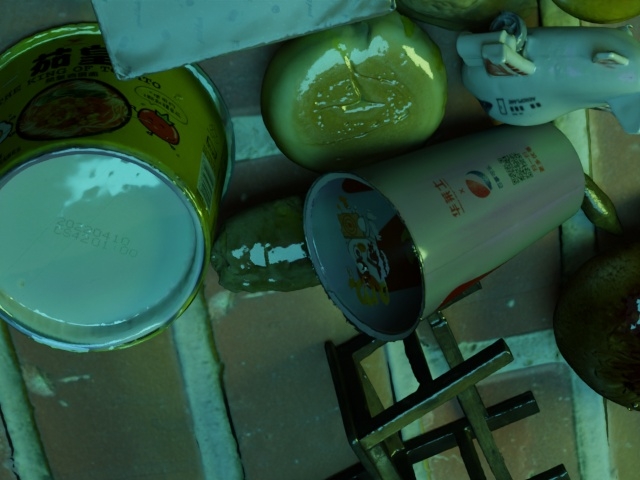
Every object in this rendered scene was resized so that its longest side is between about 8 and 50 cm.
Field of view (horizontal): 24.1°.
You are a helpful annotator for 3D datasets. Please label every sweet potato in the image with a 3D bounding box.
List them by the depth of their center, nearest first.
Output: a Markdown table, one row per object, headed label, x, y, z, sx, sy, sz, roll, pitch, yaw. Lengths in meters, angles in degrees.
| label | x | y | z | sx | sy | sz | roll | pitch | yaw |
| --- | --- | --- | --- | --- | --- | --- | --- | --- | --- |
| sweet potato | 0.320 | -0.054 | 1.811 | 0.153 | 0.038 | 0.041 | 37 | 86 | -20 |

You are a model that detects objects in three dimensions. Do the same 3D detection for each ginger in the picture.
| label | x | y | z | sx | sy | sz | roll | pitch | yaw |
| --- | --- | --- | --- | --- | --- | --- | --- | --- | --- |
| ginger | 0.164 | -0.283 | 1.633 | 0.193 | 0.122 | 0.115 | 10 | 99 | -18 |
| ginger | 0.000 | 0.000 | 1.753 | 0.263 | 0.109 | 0.116 | -2 | 84 | -16 |

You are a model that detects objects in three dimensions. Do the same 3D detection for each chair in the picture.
| label | x | y | z | sx | sy | sz | roll | pitch | yaw |
| --- | --- | --- | --- | --- | --- | --- | --- | --- | --- |
| chair | 0.063 | 0.256 | 1.860 | 0.416 | 0.203 | 0.240 | -25 | 122 | 5 |

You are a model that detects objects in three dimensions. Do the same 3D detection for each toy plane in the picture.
| label | x | y | z | sx | sy | sz | roll | pitch | yaw |
| --- | --- | --- | --- | --- | --- | --- | --- | --- | --- |
| toy plane | 0.260 | -0.180 | 1.639 | 0.252 | 0.252 | 0.118 | 12 | 87 | -12 |

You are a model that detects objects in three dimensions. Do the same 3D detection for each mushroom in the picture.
| label | x | y | z | sx | sy | sz | roll | pitch | yaw |
| --- | --- | --- | --- | --- | --- | --- | --- | --- | --- |
| mushroom | 0.434 | 0.093 | 1.827 | 0.297 | 0.163 | 0.278 | -3 | 119 | -10 |

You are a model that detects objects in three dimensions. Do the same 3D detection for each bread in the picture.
| label | x | y | z | sx | sy | sz | roll | pitch | yaw |
| --- | --- | --- | --- | --- | --- | --- | --- | --- | --- |
| bread | 0.039 | -0.167 | 1.682 | 0.213 | 0.104 | 0.213 | -5 | 119 | -9 |

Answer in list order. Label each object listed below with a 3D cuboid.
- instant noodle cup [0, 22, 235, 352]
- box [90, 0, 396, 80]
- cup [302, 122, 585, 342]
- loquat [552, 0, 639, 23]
| label | x | y | z | sx | sy | sz | roll | pitch | yaw |
| --- | --- | --- | --- | --- | --- | --- | --- | --- | --- |
| instant noodle cup | -0.247 | -0.044 | 1.633 | 0.326 | 0.254 | 0.325 | -3 | 119 | -5 |
| box | -0.097 | -0.330 | 1.535 | 0.297 | 0.190 | 0.225 | -15 | 118 | 0 |
| cup | 0.150 | -0.030 | 1.671 | 0.288 | 0.203 | 0.203 | -26 | 124 | -32 |
| loquat | 0.302 | -0.320 | 1.607 | 0.204 | 0.149 | 0.172 | 13 | 118 | 3 |
